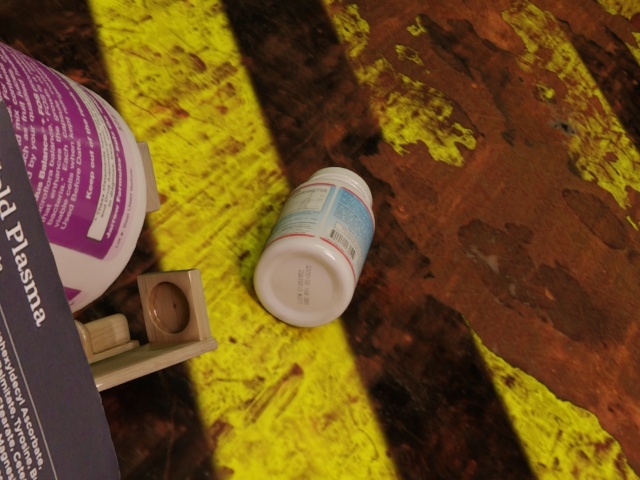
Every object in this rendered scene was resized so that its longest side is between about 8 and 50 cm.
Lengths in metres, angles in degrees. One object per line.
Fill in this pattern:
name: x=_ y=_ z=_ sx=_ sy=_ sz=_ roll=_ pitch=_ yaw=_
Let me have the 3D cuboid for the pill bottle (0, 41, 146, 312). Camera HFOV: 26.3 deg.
pill bottle: x=-0.232 y=-0.045 z=0.771 sx=0.169 sy=0.169 sz=0.301 roll=51 pitch=8 yaw=17

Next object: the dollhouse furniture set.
dollhouse furniture set: x=-0.177 y=0.019 z=0.942 sx=0.123 sy=0.144 sz=0.151 roll=-18 pitch=99 yaw=-54

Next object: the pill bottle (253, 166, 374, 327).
pill bottle: x=0.000 y=0.000 z=1.207 sx=0.087 sy=0.087 sz=0.160 roll=35 pitch=31 yaw=-8

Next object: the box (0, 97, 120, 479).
box: x=-0.307 y=0.093 z=0.493 sx=0.312 sy=0.343 sz=0.178 roll=-45 pitch=125 yaw=-58
